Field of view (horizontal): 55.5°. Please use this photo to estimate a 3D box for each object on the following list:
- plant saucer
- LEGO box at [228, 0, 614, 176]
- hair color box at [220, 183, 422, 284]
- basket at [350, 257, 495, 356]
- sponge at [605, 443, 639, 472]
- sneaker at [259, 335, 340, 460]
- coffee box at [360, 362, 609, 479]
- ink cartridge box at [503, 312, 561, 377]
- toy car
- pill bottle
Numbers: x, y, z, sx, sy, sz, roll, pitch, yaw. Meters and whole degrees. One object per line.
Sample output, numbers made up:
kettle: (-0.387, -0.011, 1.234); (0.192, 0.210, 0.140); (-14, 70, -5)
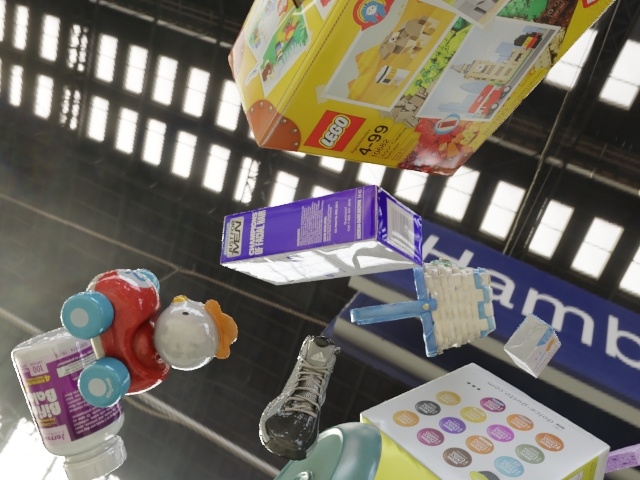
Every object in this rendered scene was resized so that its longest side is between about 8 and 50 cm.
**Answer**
plant saucer: (-0.035, 0.374, 0.842); (0.043, 0.318, 0.317); (41, -56, -4)
LEGO box: (0.158, -0.335, 0.785); (0.500, 0.372, 0.193); (-52, -133, 40)
hair color box: (0.000, 0.000, 1.140); (0.338, 0.185, 0.110); (-11, -112, 31)
basket: (0.213, 0.145, 1.297); (0.288, 0.255, 0.201); (-12, -99, 4)
sponge: (0.626, 0.461, 1.281); (0.117, 0.210, 0.031); (-29, -117, 28)
sneaker: (-0.023, 0.207, 0.885); (0.086, 0.229, 0.132); (19, -76, 2)
coffee box: (0.296, 0.506, 1.192); (0.337, 0.334, 0.339); (27, -58, 50)
ink cartridge box: (0.506, 0.255, 1.435); (0.061, 0.181, 0.104); (36, -93, 38)
toy car: (-0.252, 0.139, 1.008); (0.237, 0.219, 0.211); (-11, -84, 9)
pill bottle: (-0.511, 0.337, 1.267); (0.169, 0.169, 0.302); (-13, -83, 31)
